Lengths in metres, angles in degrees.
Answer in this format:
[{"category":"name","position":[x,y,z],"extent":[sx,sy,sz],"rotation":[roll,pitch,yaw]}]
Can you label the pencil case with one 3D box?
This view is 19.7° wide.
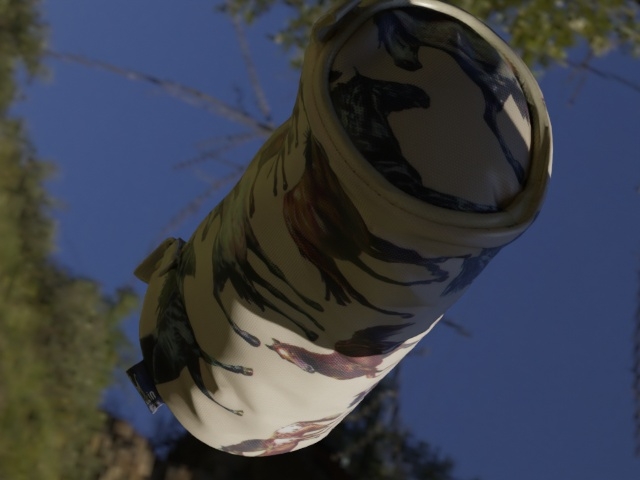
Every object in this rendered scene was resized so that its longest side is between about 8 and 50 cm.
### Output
[{"category":"pencil case","position":[0.000,0.000,1.186],"extent":[0.160,0.183,0.410],"rotation":[-58,-177,-33]}]
